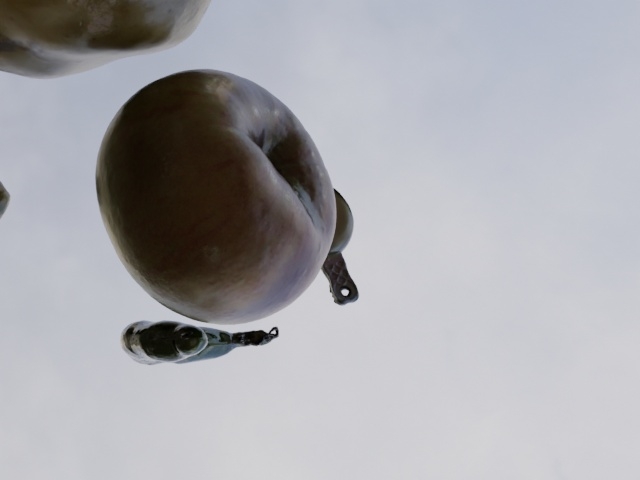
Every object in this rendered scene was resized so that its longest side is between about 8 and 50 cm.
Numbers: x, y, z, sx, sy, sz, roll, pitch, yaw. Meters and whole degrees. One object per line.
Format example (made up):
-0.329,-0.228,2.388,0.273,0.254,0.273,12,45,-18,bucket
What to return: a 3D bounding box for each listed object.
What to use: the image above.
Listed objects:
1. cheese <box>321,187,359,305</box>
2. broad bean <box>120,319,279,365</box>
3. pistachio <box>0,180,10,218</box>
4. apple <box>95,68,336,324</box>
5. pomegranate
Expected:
0.005,-0.004,1.637,0.171,0.092,0.047,49,-27,9,cheese
-0.149,0.110,1.477,0.144,0.292,0.049,-8,-96,14,broad bean
-0.499,-0.045,1.731,0.100,0.189,0.110,-100,-174,-55,pistachio
-0.102,-0.039,1.301,0.194,0.261,0.261,-30,-118,27,apple
-0.246,-0.318,1.302,0.332,0.332,0.333,-10,-103,45,pomegranate
